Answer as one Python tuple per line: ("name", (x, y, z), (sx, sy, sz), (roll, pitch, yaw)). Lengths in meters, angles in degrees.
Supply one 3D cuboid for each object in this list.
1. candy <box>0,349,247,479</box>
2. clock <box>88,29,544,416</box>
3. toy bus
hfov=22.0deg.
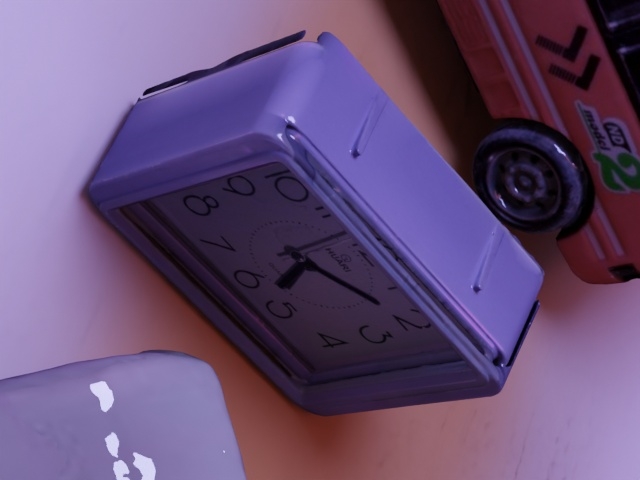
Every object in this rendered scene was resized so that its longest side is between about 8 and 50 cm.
("candy", (-0.106, 0.230, 0.614), (0.208, 0.145, 0.358), (-6, 72, -45))
("clock", (0.001, -0.001, 0.814), (0.193, 0.145, 0.073), (46, 52, -27))
("toy bus", (0.175, -0.202, 0.962), (0.203, 0.233, 0.427), (-43, 111, -46))
